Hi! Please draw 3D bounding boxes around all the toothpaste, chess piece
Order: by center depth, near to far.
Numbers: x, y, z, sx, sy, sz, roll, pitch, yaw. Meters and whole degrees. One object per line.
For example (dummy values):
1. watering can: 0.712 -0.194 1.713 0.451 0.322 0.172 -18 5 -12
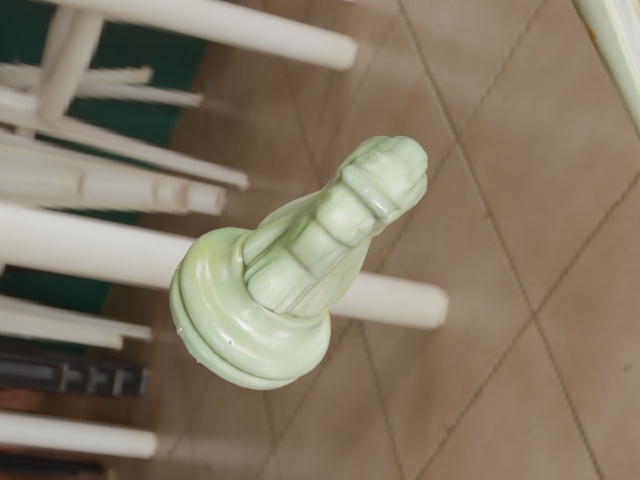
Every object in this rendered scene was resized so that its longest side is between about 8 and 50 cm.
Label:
1. toothpaste: 0.217 -0.117 0.795 0.058 0.314 0.056 -37 25 -17
2. chess piece: 0.000 0.000 1.093 0.298 0.175 0.176 -44 40 37
